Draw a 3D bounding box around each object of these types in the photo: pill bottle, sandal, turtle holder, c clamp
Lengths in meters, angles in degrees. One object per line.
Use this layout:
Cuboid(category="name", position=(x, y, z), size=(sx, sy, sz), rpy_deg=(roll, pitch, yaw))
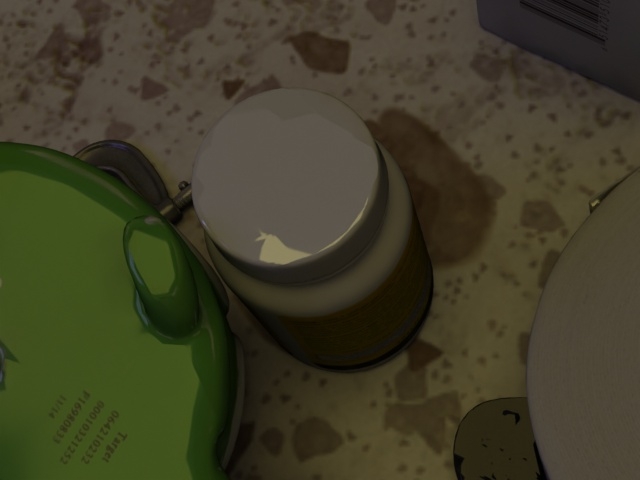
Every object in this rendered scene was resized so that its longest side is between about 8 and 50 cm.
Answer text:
Cuboid(category="pill bottle", position=(0.000, 0.000, 0.671), size=(0.119, 0.208, 0.119), rpy_deg=(-3, 71, 9))
Cuboid(category="sandal", position=(0.206, 0.122, 0.672), size=(0.254, 0.054, 0.097), rpy_deg=(-12, 69, 7))
Cuboid(category="turtle holder", position=(-0.135, 0.080, 0.654), size=(0.320, 0.227, 0.243), rpy_deg=(5, 80, 6))
Cuboid(category="c clamp", position=(-0.157, -0.003, 0.803), size=(0.160, 0.022, 0.137), rpy_deg=(-34, 69, -3))

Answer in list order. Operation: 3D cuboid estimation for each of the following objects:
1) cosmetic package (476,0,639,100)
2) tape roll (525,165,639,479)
Cuboid(category="cosmetic package", position=(0.252, -0.307, 0.730), size=(0.156, 0.217, 0.385), rpy_deg=(31, 81, 19))
Cuboid(category="tape roll", position=(0.299, 0.070, 0.579), size=(0.392, 0.072, 0.392), rpy_deg=(-13, 43, 12))
